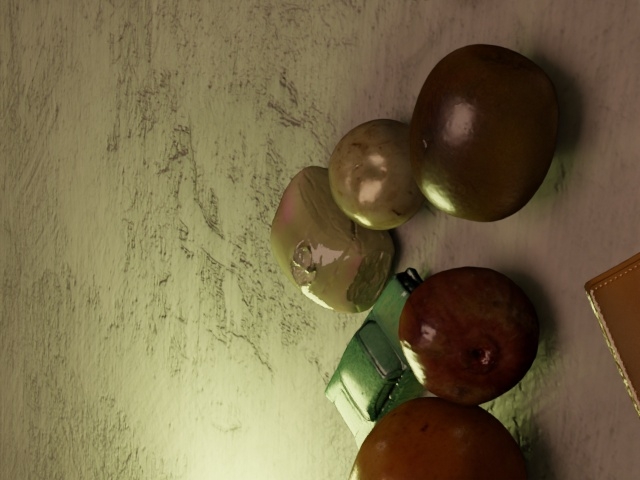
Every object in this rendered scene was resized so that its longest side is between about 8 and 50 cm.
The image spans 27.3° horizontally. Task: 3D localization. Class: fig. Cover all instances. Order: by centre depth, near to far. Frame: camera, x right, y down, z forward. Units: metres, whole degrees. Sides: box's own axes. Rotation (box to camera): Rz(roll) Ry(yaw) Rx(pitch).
[{"bbox_3d":[0.198,0.127,1.816,0.205,0.205,0.205,20,114,52],"label":"fig"}]

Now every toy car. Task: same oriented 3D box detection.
[{"bbox_3d":[0.099,0.194,2.043,0.141,0.097,0.320,57,140,29],"label":"toy car"}]

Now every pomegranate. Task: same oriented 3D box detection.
[{"bbox_3d":[0.161,0.356,1.841,0.264,0.264,0.264,20,114,52],"label":"pomegranate"}]

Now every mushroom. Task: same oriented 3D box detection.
[{"bbox_3d":[0.092,-0.099,1.961,0.166,0.127,0.166,-2,86,35],"label":"mushroom"}]

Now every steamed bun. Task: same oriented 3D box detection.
[{"bbox_3d":[0.000,0.000,2.091,0.238,0.153,0.170,50,135,33],"label":"steamed bun"}]

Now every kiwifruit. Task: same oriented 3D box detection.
[{"bbox_3d":[0.210,-0.133,1.718,0.196,0.196,0.234,50,143,36],"label":"kiwifruit"}]

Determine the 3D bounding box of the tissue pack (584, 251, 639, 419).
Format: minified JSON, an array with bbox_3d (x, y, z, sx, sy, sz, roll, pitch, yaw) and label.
[{"bbox_3d":[0.443,0.132,1.436,0.145,0.194,0.274,-42,65,52],"label":"tissue pack"}]
